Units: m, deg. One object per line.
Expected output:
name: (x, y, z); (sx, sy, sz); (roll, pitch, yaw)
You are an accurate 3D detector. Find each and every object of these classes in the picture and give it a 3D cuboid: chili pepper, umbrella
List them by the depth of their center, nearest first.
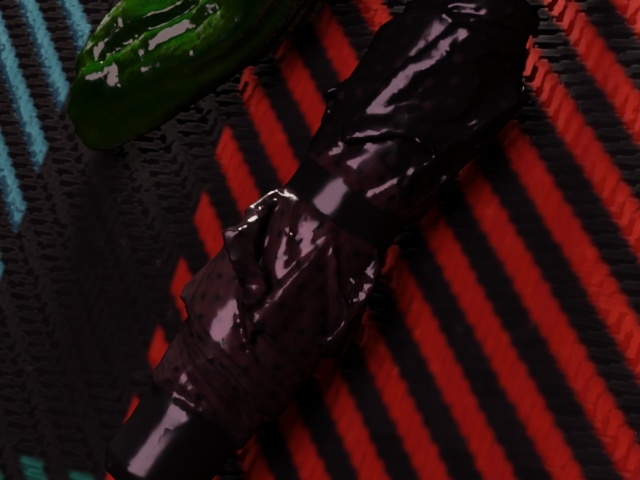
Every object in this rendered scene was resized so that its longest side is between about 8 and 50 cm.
umbrella: (0.000, 0.000, 0.775); (0.090, 0.094, 0.326); (36, 90, -6)
chili pepper: (-0.056, -0.143, 0.882); (0.257, 0.074, 0.100); (-37, 45, 14)
